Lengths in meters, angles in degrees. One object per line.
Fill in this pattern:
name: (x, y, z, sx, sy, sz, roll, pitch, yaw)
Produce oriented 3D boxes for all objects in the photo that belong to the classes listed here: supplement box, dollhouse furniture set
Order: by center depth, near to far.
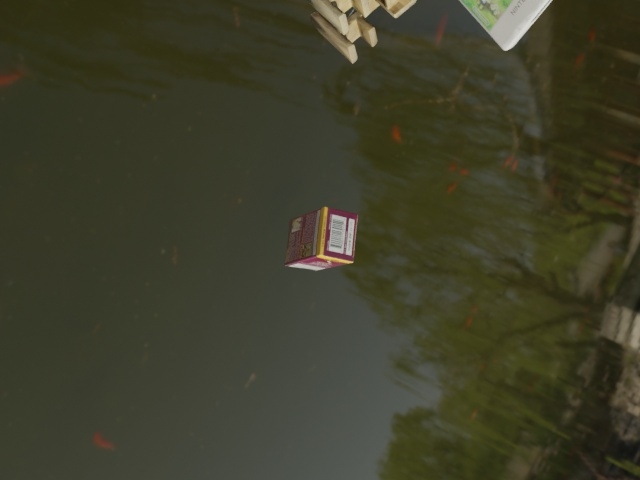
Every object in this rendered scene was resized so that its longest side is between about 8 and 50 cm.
supplement box: (0.000, 0.000, 0.889, 0.043, 0.083, 0.055, 12, 77, -27)
dollhouse furniture set: (0.055, -0.409, 1.118, 0.212, 0.161, 0.242, -41, 159, -5)

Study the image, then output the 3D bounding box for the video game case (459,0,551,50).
video game case: (0.182, -0.340, 0.901, 0.023, 0.212, 0.193, -35, 172, -27)
